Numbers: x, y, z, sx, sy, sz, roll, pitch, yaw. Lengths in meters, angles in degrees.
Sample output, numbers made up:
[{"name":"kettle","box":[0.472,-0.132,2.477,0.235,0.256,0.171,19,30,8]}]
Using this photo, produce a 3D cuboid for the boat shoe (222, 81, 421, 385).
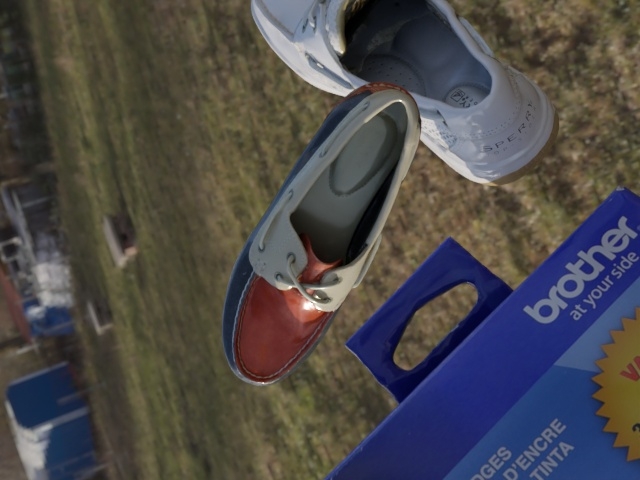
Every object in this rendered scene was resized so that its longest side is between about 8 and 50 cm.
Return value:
[{"name":"boat shoe","box":[0.000,0.000,0.417,0.137,0.049,0.043,-62,13,7]}]

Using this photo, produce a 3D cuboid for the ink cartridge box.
[{"name":"ink cartridge box","box":[0.185,0.160,0.580,0.395,0.270,0.151,41,172,33]}]

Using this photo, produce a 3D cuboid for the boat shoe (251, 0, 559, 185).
[{"name":"boat shoe","box":[0.037,-0.141,0.692,0.277,0.098,0.096,38,179,37]}]
